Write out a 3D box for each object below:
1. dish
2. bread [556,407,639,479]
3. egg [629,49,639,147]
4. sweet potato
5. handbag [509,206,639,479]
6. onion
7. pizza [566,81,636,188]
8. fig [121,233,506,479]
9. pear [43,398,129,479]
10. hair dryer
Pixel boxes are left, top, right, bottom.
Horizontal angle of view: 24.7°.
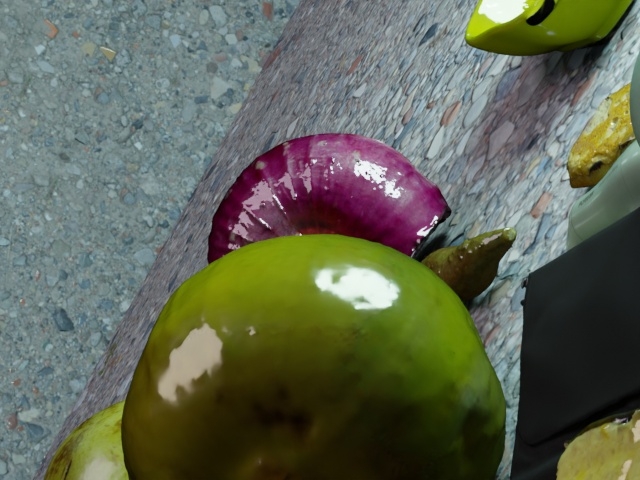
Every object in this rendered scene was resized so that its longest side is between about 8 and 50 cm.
[{"bbox_3d":[0.279,-0.285,1.624,0.221,0.108,0.262,-57,13,-2],"label":"dish"},{"bbox_3d":[0.206,0.218,0.723,0.163,0.167,0.264,-36,29,52],"label":"bread"},{"bbox_3d":[0.320,-0.128,1.047,0.231,0.168,0.168,-50,16,39],"label":"egg"},{"bbox_3d":[0.131,0.042,1.522,0.067,0.067,0.274,-65,9,-27],"label":"sweet potato"},{"bbox_3d":[0.229,0.079,1.038,0.247,0.080,0.223,-38,33,51],"label":"handbag"},{"bbox_3d":[-0.001,-0.007,1.659,0.256,0.230,0.272,-53,-10,-19],"label":"onion"},{"bbox_3d":[0.287,-0.102,1.362,0.160,0.035,0.099,-37,25,51],"label":"pizza"},{"bbox_3d":[0.000,0.140,1.265,0.343,0.343,0.343,-51,16,21],"label":"fig"},{"bbox_3d":[-0.181,0.308,1.578,0.283,0.283,0.283,-51,16,21],"label":"pear"},{"bbox_3d":[0.242,0.037,1.200,0.206,0.075,0.237,132,157,-66],"label":"hair dryer"}]
